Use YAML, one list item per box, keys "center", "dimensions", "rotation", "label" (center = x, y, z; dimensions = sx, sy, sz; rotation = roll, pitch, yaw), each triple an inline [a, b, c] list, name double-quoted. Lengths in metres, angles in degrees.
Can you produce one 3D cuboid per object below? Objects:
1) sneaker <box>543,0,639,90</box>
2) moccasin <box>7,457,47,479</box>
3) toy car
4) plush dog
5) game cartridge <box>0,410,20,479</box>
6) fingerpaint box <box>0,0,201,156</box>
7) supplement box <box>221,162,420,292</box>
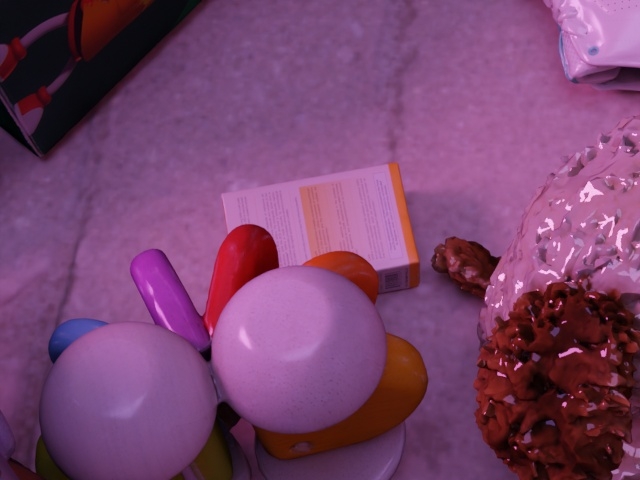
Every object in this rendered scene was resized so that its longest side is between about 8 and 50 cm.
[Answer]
- center: [0.155, -0.135, 0.691]
  dimensions: [0.212, 0.080, 0.094]
  rotation: [37, 85, 17]
  label: "sneaker"
- center: [-0.194, 0.243, 0.409]
  dimensions: [0.147, 0.139, 0.380]
  rotation: [19, 52, 13]
  label: "moccasin"
- center: [-0.049, 0.059, 0.573]
  dimensions: [0.182, 0.159, 0.136]
  rotation: [-19, 59, -3]
  label: "toy car"
- center: [0.143, 0.020, 0.536]
  dimensions: [0.211, 0.225, 0.262]
  rotation: [38, 74, 18]
  label: "plush dog"
- center: [-0.235, 0.094, 0.429]
  dimensions: [0.230, 0.068, 0.355]
  rotation: [-48, 30, -11]
  label: "game cartridge"
- center: [-0.212, -0.330, 0.751]
  dimensions: [0.445, 0.163, 0.371]
  rotation: [37, 75, 18]
  label: "fingerpaint box"
- center: [0.000, 0.000, 0.659]
  dimensions: [0.099, 0.036, 0.062]
  rotation: [-10, 67, 0]
  label: "supplement box"
